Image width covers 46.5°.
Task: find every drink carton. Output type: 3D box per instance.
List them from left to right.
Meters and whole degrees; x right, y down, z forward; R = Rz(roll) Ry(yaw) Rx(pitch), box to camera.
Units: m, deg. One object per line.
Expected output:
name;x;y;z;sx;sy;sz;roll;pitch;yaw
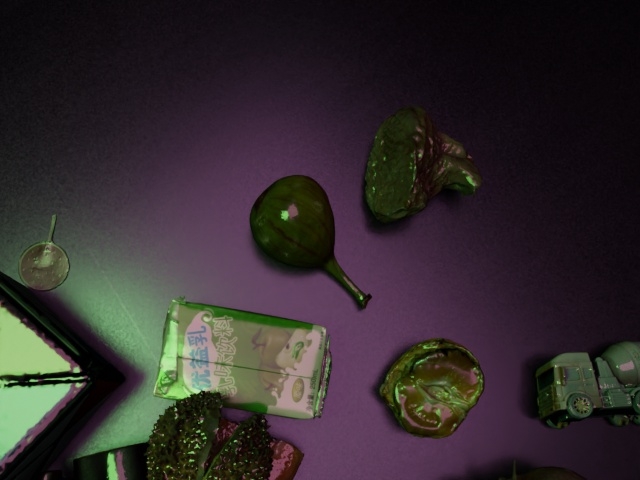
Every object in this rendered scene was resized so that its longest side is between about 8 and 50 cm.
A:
drink carton;-0.121;0.192;1.207;0.271;0.108;0.161;10;78;-3

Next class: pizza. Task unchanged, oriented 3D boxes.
pizza;-0.138;0.346;1.197;0.194;0.069;0.154;41;78;10

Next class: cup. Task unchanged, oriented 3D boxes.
cup;-0.315;0.403;1.099;0.239;0.166;0.177;2;70;-45

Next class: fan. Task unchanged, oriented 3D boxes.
fan;-0.465;0.020;1.264;0.085;0.005;0.133;9;79;-2

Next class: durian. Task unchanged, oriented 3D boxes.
durian;-0.161;0.321;1.075;0.196;0.167;0.196;2;62;-3

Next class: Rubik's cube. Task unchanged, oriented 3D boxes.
Rubik's cube;-0.471;0.212;1.103;0.246;0.250;0.248;41;76;4

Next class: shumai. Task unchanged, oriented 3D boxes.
shumai;0.180;-0.118;1.288;0.175;0.166;0.206;17;78;-24

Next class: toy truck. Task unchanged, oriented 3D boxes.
toy truck;0.493;0.236;1.257;0.256;0.108;0.140;-1;66;-7

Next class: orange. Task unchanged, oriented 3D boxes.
orange;0.187;0.239;1.224;0.170;0.112;0.160;-6;90;17

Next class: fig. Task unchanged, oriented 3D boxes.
fig;0.000;0.000;1.258;0.259;0.151;0.151;39;77;-21

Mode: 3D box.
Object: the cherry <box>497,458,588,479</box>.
cherry;0.326;0.484;1.137;0.261;0.221;0.307;-16;99;-6
